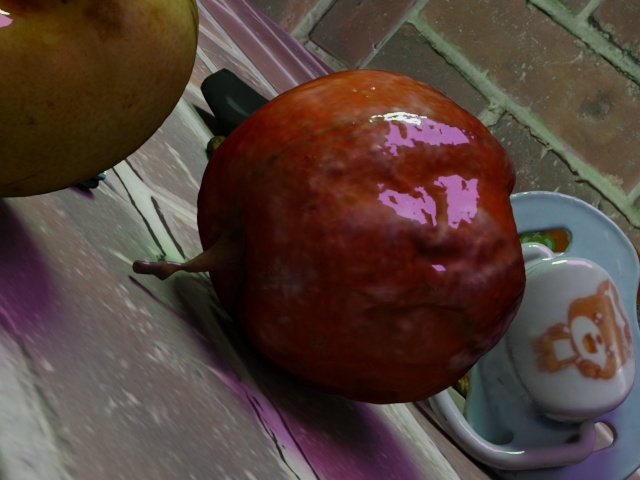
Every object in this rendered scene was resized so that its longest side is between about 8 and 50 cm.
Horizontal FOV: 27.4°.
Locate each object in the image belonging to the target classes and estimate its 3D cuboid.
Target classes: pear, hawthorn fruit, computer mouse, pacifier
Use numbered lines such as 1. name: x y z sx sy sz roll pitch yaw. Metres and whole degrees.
1. pear: -0.175 -0.124 0.726 0.209 0.209 0.209 41 10 -9
2. hawthorn fruit: 0.000 0.000 0.917 0.271 0.242 0.242 -1 33 -28
3. computer mouse: -0.063 -0.122 1.512 0.122 0.073 0.217 37 4 -39
4. pacifier: 0.190 0.101 1.221 0.207 0.227 0.279 129 -50 -79

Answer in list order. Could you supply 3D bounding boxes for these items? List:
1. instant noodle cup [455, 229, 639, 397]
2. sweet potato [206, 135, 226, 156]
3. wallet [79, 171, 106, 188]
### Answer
1. instant noodle cup: 0.229 0.078 1.413 0.230 0.230 0.182 42 1 -2
2. sweet potato: -0.083 -0.074 1.340 0.153 0.038 0.041 40 -16 45
3. wallet: -0.284 -0.173 0.934 0.251 0.054 0.290 26 20 -52
